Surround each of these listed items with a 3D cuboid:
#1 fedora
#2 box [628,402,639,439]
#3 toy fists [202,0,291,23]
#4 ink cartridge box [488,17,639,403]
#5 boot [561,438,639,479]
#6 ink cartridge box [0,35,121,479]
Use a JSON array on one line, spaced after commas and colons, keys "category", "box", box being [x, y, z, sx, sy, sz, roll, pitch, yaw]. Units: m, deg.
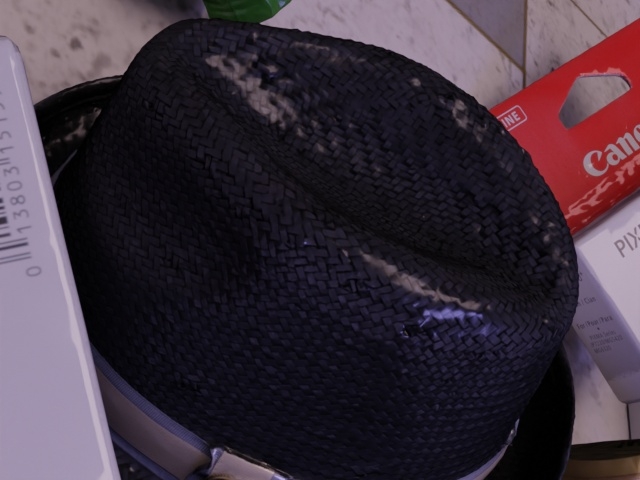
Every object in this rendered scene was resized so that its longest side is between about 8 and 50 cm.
[{"category": "fedora", "box": [0.000, 0.000, 0.549, 0.334, 0.152, 0.334, 15, 48, -17]}, {"category": "box", "box": [0.346, 0.125, 1.036, 0.114, 0.103, 0.203, 26, 55, -40]}, {"category": "toy fists", "box": [-0.059, -0.261, 0.742, 0.142, 0.096, 0.279, 54, 38, -34]}, {"category": "ink cartridge box", "box": [0.292, -0.052, 0.962, 0.296, 0.066, 0.261, -32, 89, -27]}, {"category": "boot", "box": [0.231, 0.268, 0.767, 0.236, 0.089, 0.270, 15, 68, -59]}, {"category": "ink cartridge box", "box": [-0.199, 0.080, 0.417, 0.238, 0.060, 0.275, -13, 82, -15]}]
